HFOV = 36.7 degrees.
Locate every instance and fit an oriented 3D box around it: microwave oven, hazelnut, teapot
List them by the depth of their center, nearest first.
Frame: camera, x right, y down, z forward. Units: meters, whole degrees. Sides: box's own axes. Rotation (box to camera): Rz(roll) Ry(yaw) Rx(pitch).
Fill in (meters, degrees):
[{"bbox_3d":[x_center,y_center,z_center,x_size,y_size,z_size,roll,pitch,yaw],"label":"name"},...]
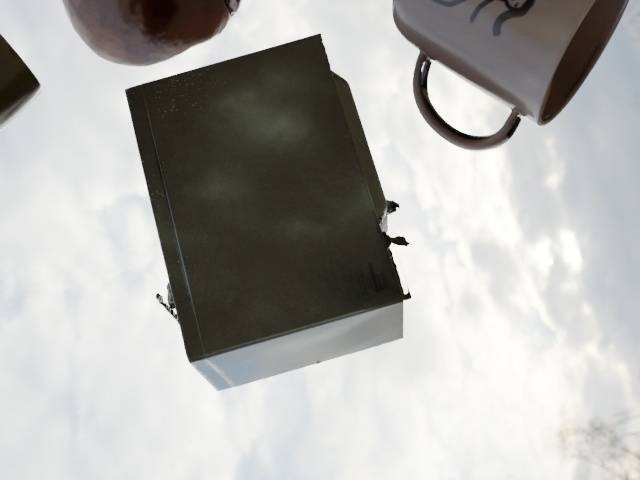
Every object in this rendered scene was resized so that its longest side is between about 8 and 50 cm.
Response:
[{"bbox_3d":[-0.510,-0.223,1.316,0.175,0.267,0.185,-42,-43,-13],"label":"teapot"},{"bbox_3d":[-0.071,-0.039,1.453,0.236,0.374,0.432,73,-179,-71],"label":"microwave oven"},{"bbox_3d":[-0.303,-0.488,1.720,0.315,0.372,0.372,27,-151,12],"label":"hazelnut"}]

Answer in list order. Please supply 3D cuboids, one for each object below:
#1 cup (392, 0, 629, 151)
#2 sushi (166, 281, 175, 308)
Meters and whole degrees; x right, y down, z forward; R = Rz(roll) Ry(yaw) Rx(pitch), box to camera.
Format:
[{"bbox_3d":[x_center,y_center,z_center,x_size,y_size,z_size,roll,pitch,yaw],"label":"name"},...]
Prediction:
[{"bbox_3d":[0.183,-0.226,1.028,0.200,0.253,0.191,33,-167,18],"label":"cup"},{"bbox_3d":[-0.228,0.077,1.708,0.061,0.118,0.060,1,-133,-50],"label":"sushi"}]
